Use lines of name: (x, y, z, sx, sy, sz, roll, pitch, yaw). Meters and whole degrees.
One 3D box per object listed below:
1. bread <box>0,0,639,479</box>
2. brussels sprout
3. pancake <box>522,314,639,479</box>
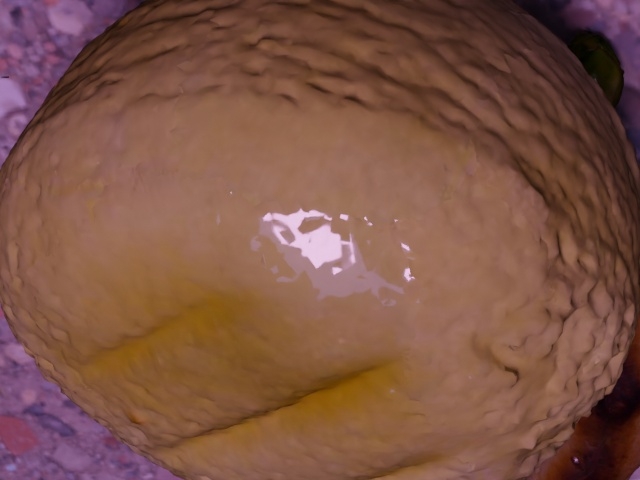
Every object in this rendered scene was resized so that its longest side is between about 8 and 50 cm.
bread: (-0.005, 0.007, 0.725, 0.320, 0.237, 0.321, 20, 136, 20)
brussels sprout: (0.134, -0.069, 0.785, 0.051, 0.046, 0.083, 32, 123, -12)
pancake: (0.132, 0.109, 0.903, 0.212, 0.056, 0.257, -20, 119, 22)
